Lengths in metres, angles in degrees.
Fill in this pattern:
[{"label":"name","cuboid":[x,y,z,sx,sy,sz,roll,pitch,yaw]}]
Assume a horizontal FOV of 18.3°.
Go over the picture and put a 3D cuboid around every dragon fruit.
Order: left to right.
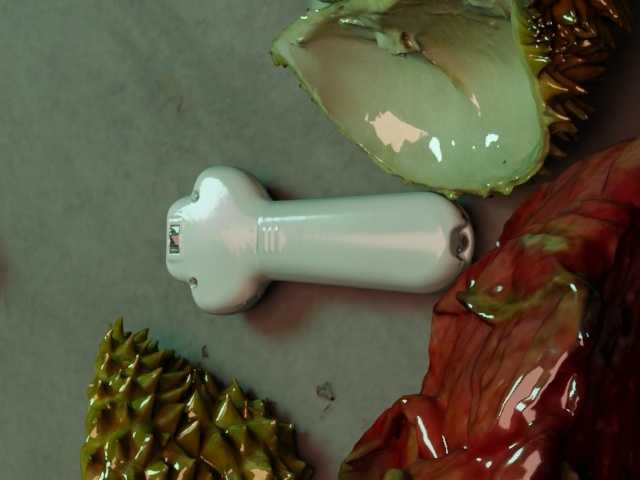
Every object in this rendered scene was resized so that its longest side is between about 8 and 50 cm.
[{"label":"dragon fruit","cuboid":[0.090,0.059,1.017,0.228,0.329,0.286,0,89,33]}]

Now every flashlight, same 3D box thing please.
[{"label":"flashlight","cuboid":[0.000,0.000,1.212,0.200,0.047,0.093,0,88,24]}]

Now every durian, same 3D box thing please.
[{"label":"durian","cuboid":[-0.093,0.155,1.220,0.132,0.165,0.182,-17,45,56]},{"label":"durian","cuboid":[0.083,-0.102,1.115,0.252,0.139,0.144,-2,73,57]}]

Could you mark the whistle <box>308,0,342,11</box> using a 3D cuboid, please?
[{"label":"whistle","cuboid":[-0.034,-0.228,1.223,0.236,0.077,0.114,50,132,22]}]
